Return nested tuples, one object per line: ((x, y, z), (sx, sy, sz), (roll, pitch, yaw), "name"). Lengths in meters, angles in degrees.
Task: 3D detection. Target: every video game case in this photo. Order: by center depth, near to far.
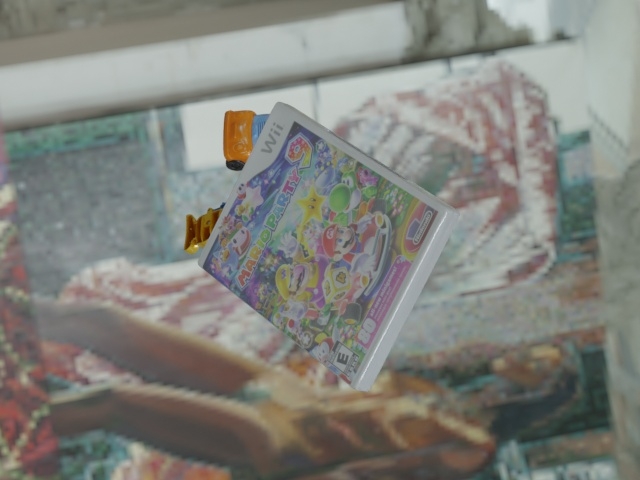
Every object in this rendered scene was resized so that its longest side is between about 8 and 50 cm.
((0.000, 0.000, 0.715), (0.122, 0.011, 0.087), (35, -77, 43), "video game case")

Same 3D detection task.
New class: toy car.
((-0.034, -0.027, 0.898), (0.060, 0.040, 0.122), (52, 33, -32), "toy car")
